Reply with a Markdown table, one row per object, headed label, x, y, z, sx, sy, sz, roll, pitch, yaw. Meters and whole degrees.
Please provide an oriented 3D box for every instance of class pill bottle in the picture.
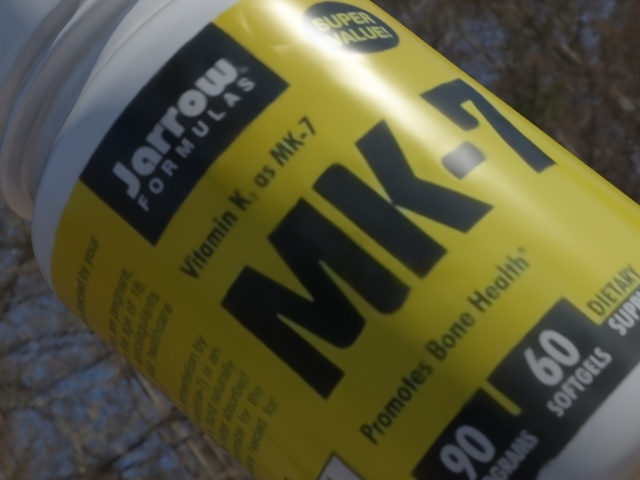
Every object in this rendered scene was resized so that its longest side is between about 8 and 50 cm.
| label | x | y | z | sx | sy | sz | roll | pitch | yaw |
| --- | --- | --- | --- | --- | --- | --- | --- | --- | --- |
| pill bottle | 0.000 | 0.000 | 0.395 | 0.119 | 0.208 | 0.119 | -45 | -17 | -18 |
